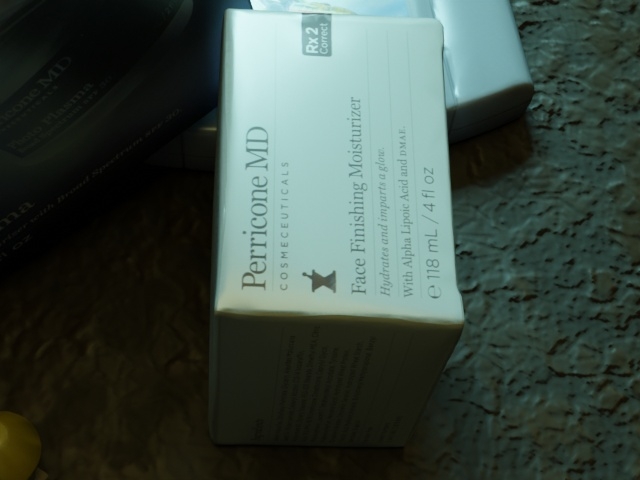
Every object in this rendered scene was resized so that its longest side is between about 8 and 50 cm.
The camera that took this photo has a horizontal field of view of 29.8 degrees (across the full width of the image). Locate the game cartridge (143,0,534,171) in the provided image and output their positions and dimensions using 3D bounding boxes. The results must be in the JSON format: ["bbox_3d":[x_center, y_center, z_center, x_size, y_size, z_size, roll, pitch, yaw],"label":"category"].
[{"bbox_3d":[-0.014,-0.141,0.809,0.297,0.062,0.198,-6,58,-9],"label":"game cartridge"}]

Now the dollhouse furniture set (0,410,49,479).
[{"bbox_3d":[-0.325,0.126,0.552,0.286,0.198,0.303,33,63,12],"label":"dollhouse furniture set"}]

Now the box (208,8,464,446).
[{"bbox_3d":[0.000,0.000,0.658,0.119,0.182,0.181,2,62,-5],"label":"box"}]

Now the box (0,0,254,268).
[{"bbox_3d":[-0.210,-0.124,0.607,0.296,0.294,0.183,-38,70,-5],"label":"box"}]
